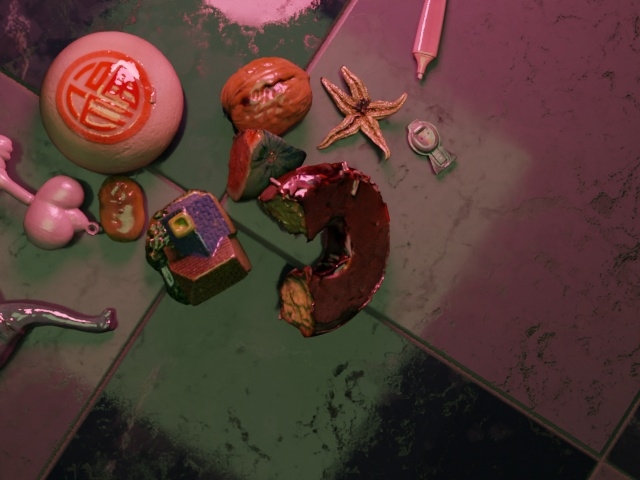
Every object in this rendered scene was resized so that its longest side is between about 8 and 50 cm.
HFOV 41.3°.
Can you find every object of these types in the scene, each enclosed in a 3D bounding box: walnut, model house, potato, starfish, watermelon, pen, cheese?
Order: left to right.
[{"bbox_3d":[-0.403,-0.065,1.717,0.091,0.070,0.138,-5,100,-11],"label":"potato"},{"bbox_3d":[-0.254,0.014,1.676,0.195,0.189,0.214,-26,95,-6],"label":"model house"},{"bbox_3d":[-0.102,-0.289,1.705,0.184,0.155,0.155,-27,94,1],"label":"walnut"},{"bbox_3d":[-0.095,-0.145,1.676,0.146,0.231,0.128,-2,88,-20],"label":"watermelon"},{"bbox_3d":[0.079,-0.260,1.769,0.217,0.050,0.223,-32,82,2],"label":"starfish"},{"bbox_3d":[0.229,-0.435,1.789,0.053,0.032,0.197,13,87,-6],"label":"pen"},{"bbox_3d":[0.231,-0.203,1.795,0.067,0.026,0.121,-40,95,-3],"label":"cheese"}]

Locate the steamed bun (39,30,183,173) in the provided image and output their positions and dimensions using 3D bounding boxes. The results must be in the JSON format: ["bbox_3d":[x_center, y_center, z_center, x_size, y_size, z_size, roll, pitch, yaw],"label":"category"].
[{"bbox_3d":[-0.411,-0.272,1.658,0.283,0.177,0.283,0,91,-5],"label":"steamed bun"}]

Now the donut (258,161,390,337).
[{"bbox_3d":[0.017,-0.005,1.684,0.259,0.136,0.345,-29,120,-35],"label":"donut"}]

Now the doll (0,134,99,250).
[{"bbox_3d":[-0.606,-0.103,1.686,0.365,0.094,0.160,30,86,-5],"label":"doll"}]

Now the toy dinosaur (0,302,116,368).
[{"bbox_3d":[-0.639,0.243,1.697,0.331,0.129,0.383,29,89,-14],"label":"toy dinosaur"}]
